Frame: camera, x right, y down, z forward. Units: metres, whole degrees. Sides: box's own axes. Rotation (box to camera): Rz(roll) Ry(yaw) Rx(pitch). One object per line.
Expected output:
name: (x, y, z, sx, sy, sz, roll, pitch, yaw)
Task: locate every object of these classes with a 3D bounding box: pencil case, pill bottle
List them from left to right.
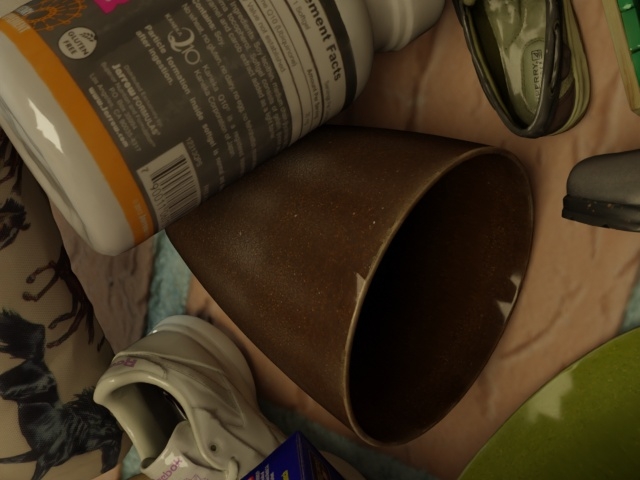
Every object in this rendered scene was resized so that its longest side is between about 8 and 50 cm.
pencil case: (-0.278, 0.034, 0.840, 0.183, 0.160, 0.410, 33, 146, 47)
pill bottle: (-0.067, -0.126, 0.668, 0.162, 0.278, 0.162, 49, 163, 20)

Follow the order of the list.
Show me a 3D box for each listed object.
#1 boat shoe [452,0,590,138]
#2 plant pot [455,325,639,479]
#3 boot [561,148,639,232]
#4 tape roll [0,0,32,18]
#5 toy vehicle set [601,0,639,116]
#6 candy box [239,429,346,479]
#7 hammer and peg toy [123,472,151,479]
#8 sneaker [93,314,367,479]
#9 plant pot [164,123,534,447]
boat shoe: (0.127, -0.176, 0.702, 0.080, 0.073, 0.224, -13, 97, 29)
plant pot: (0.255, 0.246, 0.662, 0.293, 0.275, 0.275, 46, 119, -7)
boot: (0.305, -0.122, 0.621, 0.338, 0.118, 0.223, -7, 93, 21)
tape roll: (-0.210, -0.281, 0.736, 0.286, 0.100, 0.286, -1, 66, 2)
toy vehicle set: (0.232, -0.219, 0.599, 0.166, 0.035, 0.267, -20, 71, 32)
candy box: (0.053, 0.323, 0.699, 0.122, 0.268, 0.317, -41, 103, 6)
hammer and peg toy: (-0.172, 0.382, 0.967, 0.266, 0.127, 0.361, -39, 84, 29)
sneaker: (-0.068, 0.202, 0.855, 0.305, 0.152, 0.114, 44, 116, 9)
plant pot: (0.000, 0.000, 0.755, 0.230, 0.215, 0.215, 26, 114, 34)
